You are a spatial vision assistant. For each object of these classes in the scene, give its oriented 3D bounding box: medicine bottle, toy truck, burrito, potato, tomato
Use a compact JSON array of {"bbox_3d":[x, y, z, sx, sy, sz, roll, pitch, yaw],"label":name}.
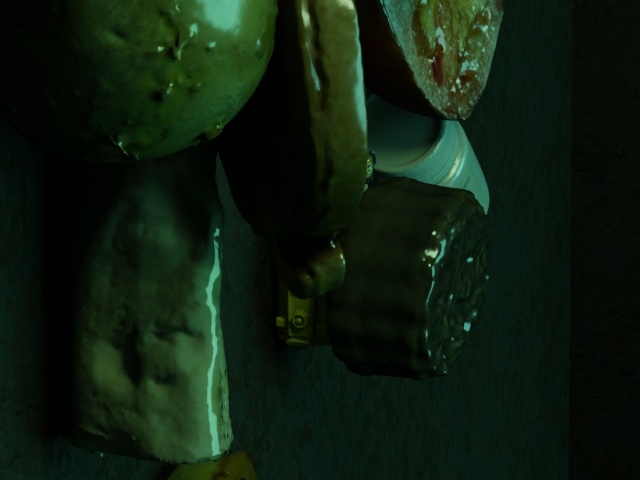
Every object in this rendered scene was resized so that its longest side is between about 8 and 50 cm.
[{"bbox_3d":[0.125,-0.093,2.353,0.252,0.144,0.145,61,36,-63],"label":"medicine bottle"},{"bbox_3d":[0.000,0.000,2.047,0.114,0.098,0.227,-28,121,-63],"label":"toy truck"},{"bbox_3d":[-0.139,0.014,1.539,0.190,0.135,0.332,152,-61,-83],"label":"burrito"},{"bbox_3d":[-0.152,-0.238,1.321,0.269,0.219,0.359,-164,-116,-66],"label":"potato"},{"bbox_3d":[0.085,-0.308,2.187,0.338,0.143,0.338,18,69,-58],"label":"tomato"}]

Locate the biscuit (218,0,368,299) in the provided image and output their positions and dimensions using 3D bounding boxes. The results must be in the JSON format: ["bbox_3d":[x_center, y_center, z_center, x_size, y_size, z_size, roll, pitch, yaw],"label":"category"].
[{"bbox_3d":[-0.041,-0.125,1.516,0.394,0.070,0.351,142,-59,-75],"label":"biscuit"}]

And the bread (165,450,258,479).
[{"bbox_3d":[-0.100,0.264,1.787,0.156,0.086,0.125,69,28,-53],"label":"bread"}]

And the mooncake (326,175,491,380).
[{"bbox_3d":[0.105,0.045,2.030,0.228,0.124,0.228,-35,129,-58],"label":"mooncake"}]
